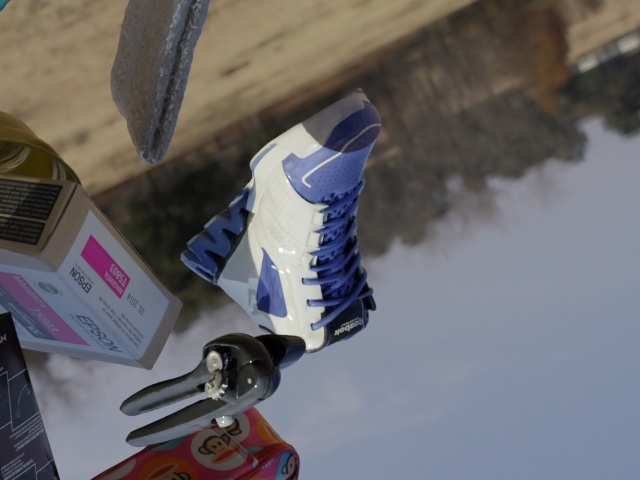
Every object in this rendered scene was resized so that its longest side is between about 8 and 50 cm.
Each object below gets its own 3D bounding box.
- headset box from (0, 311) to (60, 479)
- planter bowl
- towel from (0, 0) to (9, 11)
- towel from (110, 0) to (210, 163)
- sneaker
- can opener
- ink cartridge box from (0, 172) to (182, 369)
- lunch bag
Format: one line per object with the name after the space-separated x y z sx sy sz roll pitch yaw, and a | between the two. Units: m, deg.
-0.365 0.236 1.673 0.218 0.293 0.110 -11 -171 20 | headset box
-0.360 -0.076 1.875 0.217 0.090 0.217 -5 145 -3 | planter bowl
-0.354 -0.349 1.629 0.370 0.271 0.040 -47 -166 4 | towel
-0.172 -0.242 1.934 0.049 0.282 0.187 8 -155 -21 | towel
-0.001 0.001 1.740 0.127 0.182 0.315 -34 170 -39 | sneaker
-0.088 0.117 1.308 0.073 0.059 0.186 12 149 -42 | can opener
-0.279 0.029 1.765 0.193 0.235 0.088 8 -119 31 | ink cartridge box
-0.164 0.336 1.970 0.293 0.120 0.258 -28 145 -31 | lunch bag
